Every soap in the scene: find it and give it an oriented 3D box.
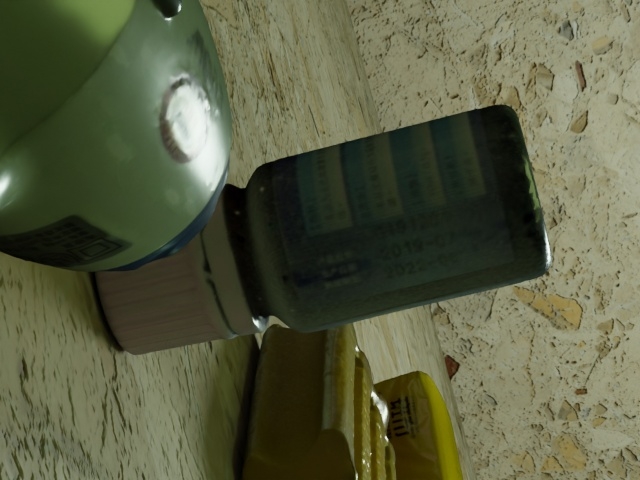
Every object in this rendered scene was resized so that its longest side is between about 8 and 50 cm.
[{"bbox_3d":[0.004,0.153,0.972,0.232,0.073,0.140,-86,157,-68],"label":"soap"}]

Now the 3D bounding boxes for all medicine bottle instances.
[{"bbox_3d":[0.000,0.000,0.709,0.083,0.203,0.083,-15,90,-85],"label":"medicine bottle"}]

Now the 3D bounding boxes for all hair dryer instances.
[{"bbox_3d":[-0.125,-0.045,0.338,0.298,0.119,0.296,-75,147,-49],"label":"hair dryer"}]

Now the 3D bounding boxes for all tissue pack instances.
[{"bbox_3d":[0.093,0.228,1.488,0.120,0.082,0.169,66,13,-50],"label":"tissue pack"}]
